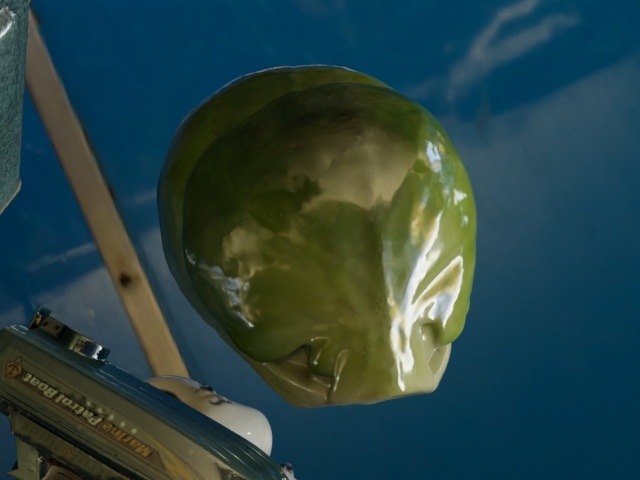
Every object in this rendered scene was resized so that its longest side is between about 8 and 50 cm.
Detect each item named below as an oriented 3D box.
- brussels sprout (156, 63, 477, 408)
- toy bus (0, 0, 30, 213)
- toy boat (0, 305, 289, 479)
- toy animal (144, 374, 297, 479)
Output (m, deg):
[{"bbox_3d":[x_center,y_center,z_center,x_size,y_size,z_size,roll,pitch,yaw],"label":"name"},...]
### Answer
[{"bbox_3d":[0.004,-0.002,1.196,0.289,0.281,0.354,-12,-110,-16],"label":"brussels sprout"},{"bbox_3d":[-0.255,-0.085,0.692,0.167,0.275,0.138,31,-120,2],"label":"toy bus"},{"bbox_3d":[-0.065,0.081,0.465,0.141,0.055,0.060,28,-98,10],"label":"toy boat"},{"bbox_3d":[-0.118,0.236,1.196,0.165,0.187,0.235,-45,-115,22],"label":"toy animal"}]
